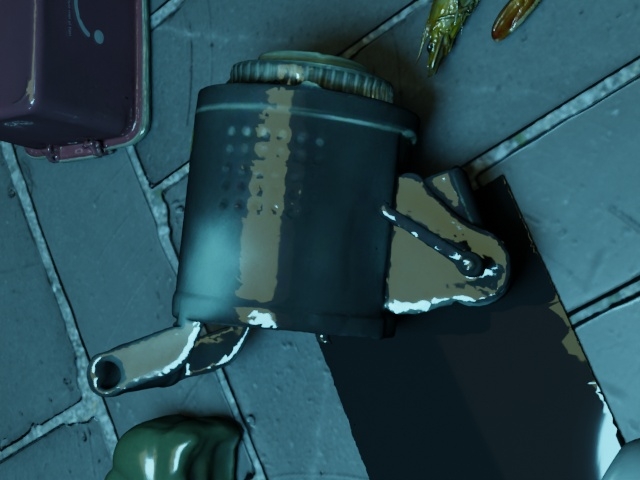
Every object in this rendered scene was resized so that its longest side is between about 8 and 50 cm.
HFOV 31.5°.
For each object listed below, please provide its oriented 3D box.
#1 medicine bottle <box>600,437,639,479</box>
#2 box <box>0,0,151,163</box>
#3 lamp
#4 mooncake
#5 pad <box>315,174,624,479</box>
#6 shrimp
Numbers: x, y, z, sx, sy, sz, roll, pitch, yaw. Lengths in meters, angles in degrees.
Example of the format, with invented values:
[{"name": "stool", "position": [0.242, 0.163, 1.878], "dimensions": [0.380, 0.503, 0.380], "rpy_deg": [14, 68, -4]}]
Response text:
[{"name": "medicine bottle", "position": [0.303, 0.306, 0.787], "dimensions": [0.306, 0.245, 0.245], "rpy_deg": [28, 102, 20]}, {"name": "box", "position": [-0.307, -0.239, 1.226], "dimensions": [0.193, 0.167, 0.294], "rpy_deg": [-5, 84, 32]}, {"name": "lamp", "position": [-0.031, -0.030, 1.020], "dimensions": [0.374, 0.205, 0.272], "rpy_deg": [-14, 82, 13]}, {"name": "mooncake", "position": [-0.138, 0.261, 1.136], "dimensions": [0.168, 0.104, 0.175], "rpy_deg": [-43, 71, 16]}, {"name": "pad", "position": [0.134, 0.157, 1.035], "dimensions": [0.247, 0.007, 0.368], "rpy_deg": [-30, 72, 26]}, {"name": "shrimp", "position": [0.150, -0.215, 1.034], "dimensions": [0.095, 0.045, 0.162], "rpy_deg": [24, 95, 8]}]
